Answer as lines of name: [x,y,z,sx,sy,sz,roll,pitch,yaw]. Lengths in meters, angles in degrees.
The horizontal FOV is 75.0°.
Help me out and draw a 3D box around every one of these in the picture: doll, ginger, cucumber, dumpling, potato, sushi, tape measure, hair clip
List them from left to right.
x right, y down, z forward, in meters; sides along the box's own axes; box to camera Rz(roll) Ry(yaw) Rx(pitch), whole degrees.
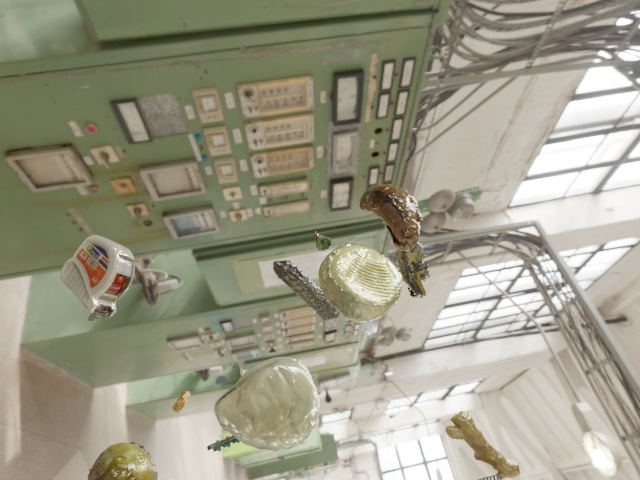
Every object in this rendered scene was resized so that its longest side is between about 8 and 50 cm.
tape measure: [-0.822,0.126,1.560,0.258,0.265,0.130,32,-7,29]
potato: [-0.825,0.941,1.661,0.196,0.299,0.247,52,46,-56]
hair clip: [-0.378,0.826,1.714,0.049,0.172,0.049,158,-90,-84]
dumpling: [-0.163,0.582,1.482,0.315,0.395,0.233,48,-47,37]
cucumber: [-0.065,0.191,1.704,0.359,0.096,0.096,49,11,-31]
doll: [-0.006,0.008,2.024,0.113,0.076,0.078,20,-30,53]
ginger: [0.275,-0.110,1.563,0.165,0.172,0.321,25,21,-44]
sushi: [0.412,0.109,1.874,0.139,0.131,0.291,-174,-112,-88]
ginger: [0.612,0.769,1.558,0.299,0.118,0.065,38,-17,15]

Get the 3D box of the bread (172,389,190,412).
bread: [-0.681,0.788,2.048,0.083,0.044,0.111,-49,-172,30]

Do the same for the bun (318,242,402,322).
bun: [0.109,0.137,1.257,0.152,0.259,0.259,114,-29,-43]

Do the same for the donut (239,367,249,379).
donut: [-0.313,0.627,1.772,0.166,0.065,0.117,-122,-147,-73]

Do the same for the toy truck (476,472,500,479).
toy truck: [0.564,0.912,1.480,0.080,0.177,0.115,-98,169,-72]
